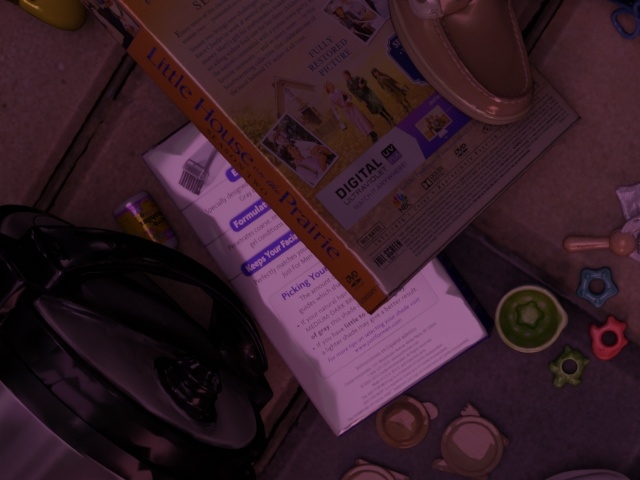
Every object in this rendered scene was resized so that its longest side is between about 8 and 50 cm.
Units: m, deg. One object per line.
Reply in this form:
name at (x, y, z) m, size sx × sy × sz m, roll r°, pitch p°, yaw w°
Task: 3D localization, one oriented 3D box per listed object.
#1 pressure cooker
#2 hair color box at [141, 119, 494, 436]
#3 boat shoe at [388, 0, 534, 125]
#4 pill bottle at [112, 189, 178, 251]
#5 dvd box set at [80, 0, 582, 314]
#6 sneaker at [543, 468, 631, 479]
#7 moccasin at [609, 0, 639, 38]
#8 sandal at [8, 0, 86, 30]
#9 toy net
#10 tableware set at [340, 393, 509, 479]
pressure cooker at (-0.255, 0.173, 1.842) m, size 0.375 × 0.370 × 0.420 m, roll 42°, pitch 103°, yaw -1°
hair color box at (0.000, 0.000, 1.920) m, size 0.185 × 0.110 × 0.339 m, roll -35°, pitch 90°, yaw 9°
boat shoe at (0.122, -0.252, 1.824) m, size 0.109 × 0.098 × 0.302 m, roll -17°, pitch 75°, yaw -30°
pill bottle at (-0.173, -0.006, 1.976) m, size 0.043 × 0.043 × 0.083 m, roll -33°, pitch 91°, yaw 10°
dvd box set at (0.008, -0.176, 1.837) m, size 0.420 × 0.062 × 0.307 m, roll 47°, pitch 58°, yaw 1°
sneaker at (0.187, 0.336, 1.901) m, size 0.305 × 0.152 × 0.114 m, roll -33°, pitch 98°, yaw 11°
moccasin at (0.342, -0.251, 1.836) m, size 0.342 × 0.138 × 0.117 m, roll -6°, pitch 99°, yaw 9°
sandal at (-0.350, -0.337, 1.940) m, size 0.317 × 0.126 × 0.138 m, roll 29°, pitch 95°, yaw -4°
toy net at (0.284, 0.038, 1.915) m, size 0.232 × 0.045 × 0.122 m, roll -45°, pitch 88°, yaw 9°
tableware set at (0.102, 0.233, 1.972) m, size 0.141 × 0.020 × 0.169 m, roll 24°, pitch 98°, yaw 6°
